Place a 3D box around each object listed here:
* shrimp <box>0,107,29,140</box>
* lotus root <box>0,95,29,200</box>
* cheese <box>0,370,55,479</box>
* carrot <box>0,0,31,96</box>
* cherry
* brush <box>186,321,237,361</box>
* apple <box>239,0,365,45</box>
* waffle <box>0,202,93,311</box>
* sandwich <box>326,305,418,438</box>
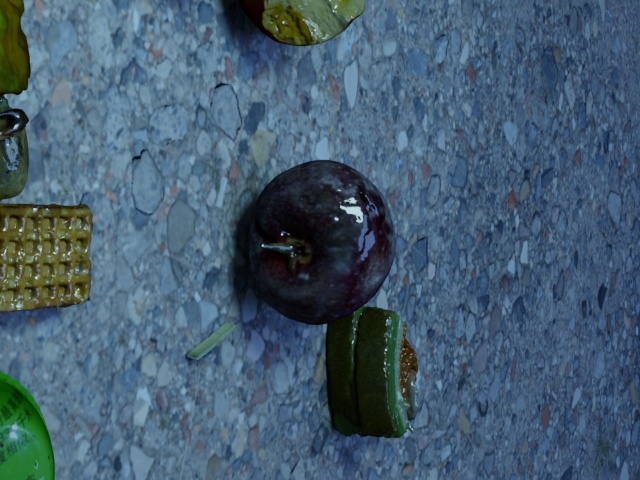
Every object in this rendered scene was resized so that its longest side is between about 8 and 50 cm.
[{"bbox_3d":[-0.292,-0.153,1.226,0.124,0.034,0.178,44,45,-15],"label":"shrimp"},{"bbox_3d":[-0.289,-0.085,1.256,0.049,0.054,0.099,-43,131,-77],"label":"lotus root"},{"bbox_3d":[-0.291,0.253,1.243,0.204,0.083,0.320,-41,124,-54],"label":"cheese"},{"bbox_3d":[-0.331,-0.160,0.997,0.241,0.241,0.340,-18,106,-58],"label":"carrot"},{"bbox_3d":[0.002,-0.003,1.640,0.195,0.195,0.195,-6,97,-59],"label":"cherry"},{"bbox_3d":[-0.122,0.115,1.588,0.083,0.016,0.013,-41,139,-51],"label":"brush"},{"bbox_3d":[-0.029,-0.313,1.600,0.156,0.147,0.158,-37,120,-13],"label":"apple"},{"bbox_3d":[-0.271,0.016,1.302,0.148,0.042,0.102,-1,94,-59],"label":"waffle"},{"bbox_3d":[0.083,0.169,1.851,0.160,0.109,0.184,-2,94,-57],"label":"sandwich"}]
